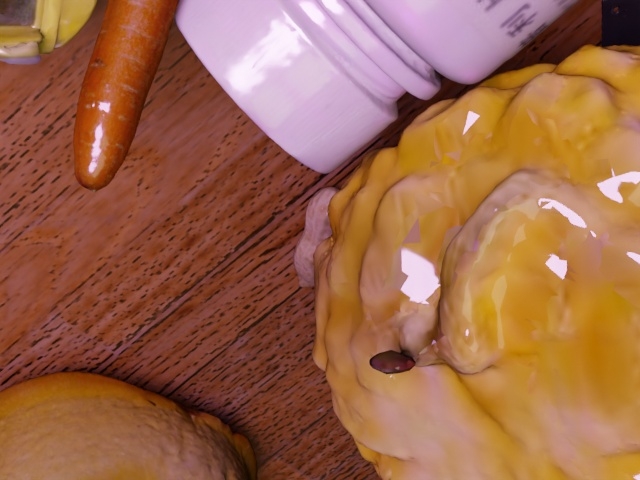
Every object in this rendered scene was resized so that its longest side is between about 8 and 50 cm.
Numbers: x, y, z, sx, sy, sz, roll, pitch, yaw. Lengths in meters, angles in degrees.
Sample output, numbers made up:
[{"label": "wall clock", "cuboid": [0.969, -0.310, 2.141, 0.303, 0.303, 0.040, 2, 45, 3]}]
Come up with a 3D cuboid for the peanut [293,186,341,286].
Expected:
[{"label": "peanut", "cuboid": [0.000, 0.000, 0.749, 0.037, 0.037, 0.083, 7, 127, -24]}]

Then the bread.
[{"label": "bread", "cuboid": [-0.168, 0.225, 0.789, 0.269, 0.148, 0.270, -9, 124, -14]}]

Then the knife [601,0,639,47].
[{"label": "knife", "cuboid": [0.309, -0.173, 0.740, 0.245, 0.019, 0.072, -17, 134, -3]}]

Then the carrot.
[{"label": "carrot", "cuboid": [-0.081, -0.143, 0.527, 0.043, 0.043, 0.248, 19, 80, -30]}]

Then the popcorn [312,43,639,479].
[{"label": "popcorn", "cuboid": [0.179, 0.023, 0.671, 0.381, 0.348, 0.349, -43, 147, -45]}]

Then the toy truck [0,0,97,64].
[{"label": "toy truck", "cuboid": [-0.146, -0.217, 0.478, 0.157, 0.124, 0.272, -2, 124, -31]}]

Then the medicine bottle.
[{"label": "medicine bottle", "cuboid": [0.067, -0.177, 0.545, 0.293, 0.170, 0.170, -39, 129, 16]}]
